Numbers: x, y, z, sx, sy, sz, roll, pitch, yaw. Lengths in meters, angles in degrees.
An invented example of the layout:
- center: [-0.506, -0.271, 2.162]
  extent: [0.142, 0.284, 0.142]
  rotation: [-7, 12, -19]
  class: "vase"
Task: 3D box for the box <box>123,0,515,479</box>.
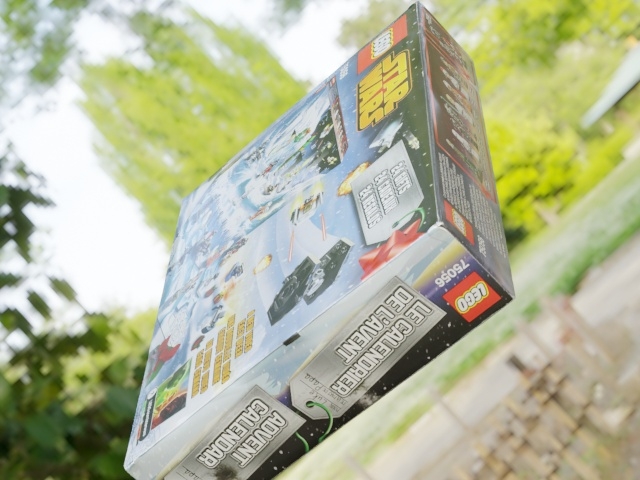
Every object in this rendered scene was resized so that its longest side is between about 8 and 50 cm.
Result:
- center: [0.000, 0.000, 0.403]
  extent: [0.094, 0.027, 0.137]
  rotation: [-39, 20, 20]
  class: "box"
